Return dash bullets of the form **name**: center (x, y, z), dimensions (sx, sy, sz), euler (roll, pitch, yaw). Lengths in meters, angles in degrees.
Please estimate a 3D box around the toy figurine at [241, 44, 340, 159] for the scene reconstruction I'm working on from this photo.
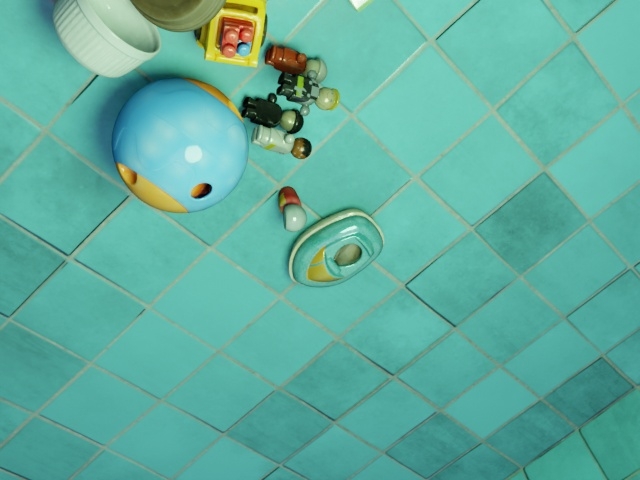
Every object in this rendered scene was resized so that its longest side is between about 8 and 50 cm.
- **toy figurine**: center (-0.062, -0.296, 1.611), dimensions (0.148, 0.210, 0.213), euler (14, 121, -27)

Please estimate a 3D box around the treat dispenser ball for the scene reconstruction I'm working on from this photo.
- **treat dispenser ball**: center (-0.297, -0.201, 1.575), dimensions (0.288, 0.288, 0.288), euler (-6, 125, -8)

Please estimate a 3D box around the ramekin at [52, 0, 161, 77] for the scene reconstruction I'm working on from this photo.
- **ramekin**: center (-0.427, -0.421, 1.456), dimensions (0.109, 0.207, 0.207), euler (-32, 125, 23)

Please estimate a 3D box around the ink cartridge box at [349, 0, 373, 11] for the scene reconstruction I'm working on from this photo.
- **ink cartridge box**: center (0.077, -0.617, 1.515), dimensions (0.171, 0.056, 0.235), euler (-35, 119, 12)

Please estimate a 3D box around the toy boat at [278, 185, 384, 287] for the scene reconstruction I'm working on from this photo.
- **toy boat**: center (0.000, 0.000, 1.862), dimensions (0.267, 0.148, 0.318), euler (-36, 124, 13)

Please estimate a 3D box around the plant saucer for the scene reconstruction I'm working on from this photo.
- **plant saucer**: center (-0.286, -0.538, 1.400), dimensions (0.277, 0.041, 0.278), euler (10, 112, 25)

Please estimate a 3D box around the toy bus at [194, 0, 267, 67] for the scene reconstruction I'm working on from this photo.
- **toy bus**: center (-0.170, -0.457, 1.477), dimensions (0.149, 0.211, 0.220), euler (6, 121, -14)
